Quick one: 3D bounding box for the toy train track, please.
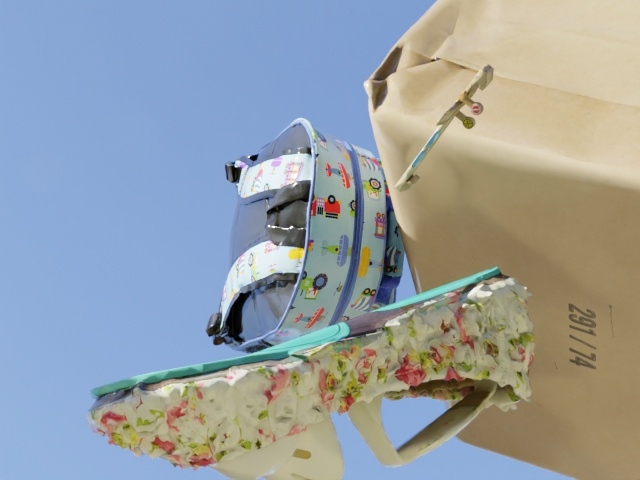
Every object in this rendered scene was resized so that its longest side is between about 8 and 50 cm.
[{"bbox_3d":[0.064,-0.053,0.685,0.014,0.048,0.083,40,-54,5],"label":"toy train track"}]

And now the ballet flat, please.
[{"bbox_3d":[0.012,0.072,0.630,0.241,0.077,0.091,-14,-5,-32],"label":"ballet flat"}]

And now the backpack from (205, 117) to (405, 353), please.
[{"bbox_3d":[0.000,0.000,0.926,0.116,0.158,0.173,10,-13,-15],"label":"backpack"}]

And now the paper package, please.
[{"bbox_3d":[0.218,0.013,0.848,0.309,0.168,0.325,16,-38,30],"label":"paper package"}]
